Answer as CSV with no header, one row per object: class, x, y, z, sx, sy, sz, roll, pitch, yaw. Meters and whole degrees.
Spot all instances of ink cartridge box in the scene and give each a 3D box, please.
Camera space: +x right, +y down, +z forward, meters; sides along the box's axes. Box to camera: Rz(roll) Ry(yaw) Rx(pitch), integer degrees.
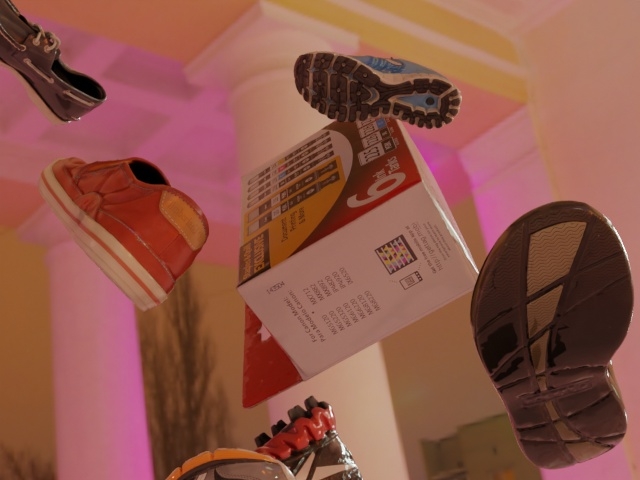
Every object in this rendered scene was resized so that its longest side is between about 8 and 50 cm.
ink cartridge box,0.000,0.000,1.087,0.272,0.309,0.130,-30,-69,9

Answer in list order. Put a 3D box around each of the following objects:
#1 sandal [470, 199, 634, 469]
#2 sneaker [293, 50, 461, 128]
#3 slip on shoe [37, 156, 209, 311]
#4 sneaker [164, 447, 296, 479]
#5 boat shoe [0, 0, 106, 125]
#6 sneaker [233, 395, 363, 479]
sandal,0.182,0.079,0.819,0.120,0.086,0.303,-11,-44,5
sneaker,0.053,-0.148,0.977,0.162,0.073,0.063,13,-65,0
slip on shoe,-0.185,-0.027,0.950,0.101,0.331,0.123,-43,-65,-9
sneaker,-0.116,0.239,0.815,0.215,0.083,0.084,-24,-56,6
boat shoe,-0.287,-0.198,1.028,0.065,0.075,0.206,-14,-36,12
sneaker,-0.050,0.259,0.970,0.097,0.135,0.276,-43,-11,38
